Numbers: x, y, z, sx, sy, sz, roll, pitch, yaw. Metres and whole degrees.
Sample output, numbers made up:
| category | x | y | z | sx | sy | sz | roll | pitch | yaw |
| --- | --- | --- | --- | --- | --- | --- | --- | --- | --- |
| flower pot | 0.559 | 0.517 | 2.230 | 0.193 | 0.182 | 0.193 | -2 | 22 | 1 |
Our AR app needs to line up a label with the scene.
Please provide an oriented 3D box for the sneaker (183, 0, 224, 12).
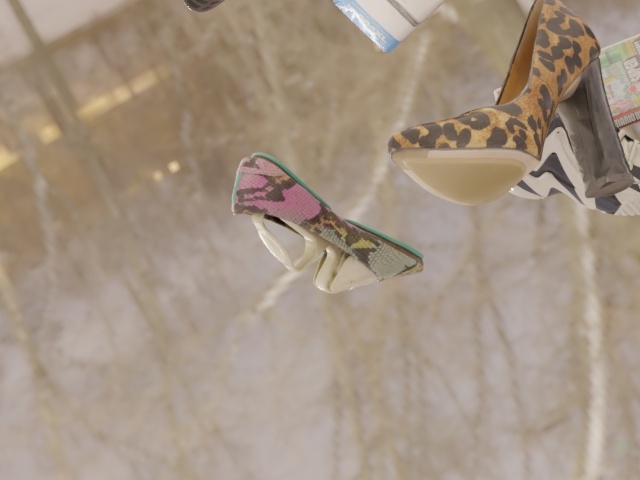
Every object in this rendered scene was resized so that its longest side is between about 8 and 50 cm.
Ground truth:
| category | x | y | z | sx | sy | sz | roll | pitch | yaw |
| --- | --- | --- | --- | --- | --- | --- | --- | --- | --- |
| sneaker | -0.106 | -0.301 | 2.165 | 0.170 | 0.063 | 0.075 | -40 | -169 | 39 |

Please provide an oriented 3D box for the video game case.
| category | x | y | z | sx | sy | sz | roll | pitch | yaw |
| --- | --- | --- | --- | --- | --- | --- | --- | --- | --- |
| video game case | 0.362 | -0.190 | 2.468 | 0.285 | 0.025 | 0.204 | -21 | -154 | 9 |

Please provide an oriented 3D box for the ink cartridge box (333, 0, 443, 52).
| category | x | y | z | sx | sy | sz | roll | pitch | yaw |
| --- | --- | --- | --- | --- | --- | --- | --- | --- | --- |
| ink cartridge box | 0.114 | -0.287 | 1.970 | 0.148 | 0.086 | 0.203 | -46 | -176 | -19 |

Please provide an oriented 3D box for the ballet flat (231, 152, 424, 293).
| category | x | y | z | sx | sy | sz | roll | pitch | yaw |
| --- | --- | --- | --- | --- | --- | --- | --- | --- | --- |
| ballet flat | 0.000 | 0.000 | 1.842 | 0.077 | 0.221 | 0.079 | 6 | -112 | 55 |

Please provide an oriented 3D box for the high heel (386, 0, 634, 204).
| category | x | y | z | sx | sy | sz | roll | pitch | yaw |
| --- | --- | --- | --- | --- | --- | --- | --- | --- | --- |
| high heel | 0.134 | -0.127 | 1.612 | 0.261 | 0.186 | 0.093 | 1 | 155 | -39 |

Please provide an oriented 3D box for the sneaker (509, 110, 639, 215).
| category | x | y | z | sx | sy | sz | roll | pitch | yaw |
| --- | --- | --- | --- | --- | --- | --- | --- | --- | --- |
| sneaker | 0.316 | -0.119 | 2.275 | 0.235 | 0.153 | 0.094 | 11 | -133 | 25 |
